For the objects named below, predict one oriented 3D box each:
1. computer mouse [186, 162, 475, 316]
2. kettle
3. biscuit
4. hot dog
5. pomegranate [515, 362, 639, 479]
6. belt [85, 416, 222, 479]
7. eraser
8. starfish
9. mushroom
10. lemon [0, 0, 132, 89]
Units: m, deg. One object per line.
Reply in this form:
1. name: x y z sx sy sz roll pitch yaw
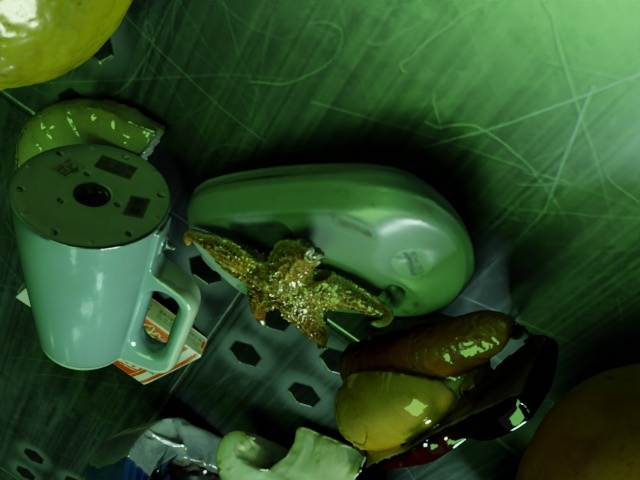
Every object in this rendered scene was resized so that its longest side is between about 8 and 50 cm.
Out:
1. computer mouse: 0.003 -0.005 0.753 0.331 0.095 0.197 2 136 38
2. kettle: -0.234 0.042 0.821 0.211 0.160 0.243 18 132 1
3. biscuit: -0.303 -0.091 0.875 0.141 0.038 0.290 42 133 -9
4. hot dog: 0.100 0.129 0.751 0.107 0.194 0.326 44 138 -3
5. pomegranate: 0.320 0.239 0.677 0.264 0.264 0.264 14 131 17
6. belt: -0.193 0.423 1.113 0.117 0.212 0.347 -24 116 40
7. eraser: -0.291 0.108 1.008 0.230 0.038 0.157 41 135 -21
8. starfish: -0.041 0.048 0.743 0.241 0.043 0.227 26 148 14
9. mushroom: -0.012 0.364 1.048 0.286 0.156 0.151 21 160 12
10. lemon: -0.266 -0.275 0.563 0.285 0.285 0.316 42 106 -9
